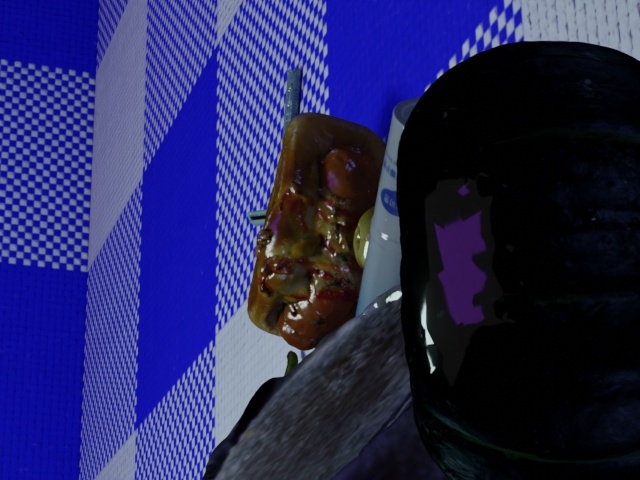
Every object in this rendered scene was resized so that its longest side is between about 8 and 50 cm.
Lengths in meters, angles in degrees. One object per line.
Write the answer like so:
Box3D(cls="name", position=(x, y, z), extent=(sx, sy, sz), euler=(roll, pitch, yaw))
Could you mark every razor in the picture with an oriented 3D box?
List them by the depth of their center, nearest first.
Box3D(cls="razor", position=(-0.044, -0.123, 2.005), extent=(0.084, 0.036, 0.211), euler=(-5, 71, 47))

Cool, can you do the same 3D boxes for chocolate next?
Box3D(cls="chocolate", position=(0.065, 0.205, 1.274), extent=(0.303, 0.213, 0.303), euler=(-39, 13, 11))

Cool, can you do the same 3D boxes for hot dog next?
Box3D(cls="hot dog", position=(0.000, 0.000, 1.653), extent=(0.153, 0.150, 0.257), euler=(-113, 35, -72))

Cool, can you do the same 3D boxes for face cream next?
Box3D(cls="face cream", position=(0.085, -0.009, 1.452), extent=(0.077, 0.077, 0.250), euler=(-110, 24, -54))

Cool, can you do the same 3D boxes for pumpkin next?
Box3D(cls="pumpkin", position=(0.171, 0.028, 1.007), extent=(0.315, 0.238, 0.315), euler=(-1, -90, -87))

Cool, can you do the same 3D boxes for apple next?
Box3D(cls="apple", position=(0.069, 0.000, 1.554), extent=(0.084, 0.071, 0.084), euler=(-172, 90, -73))

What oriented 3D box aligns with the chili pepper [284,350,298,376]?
Box3D(cls="chili pepper", position=(-0.063, 0.315, 1.810), extent=(0.137, 0.091, 0.368), euler=(170, 109, -82))
